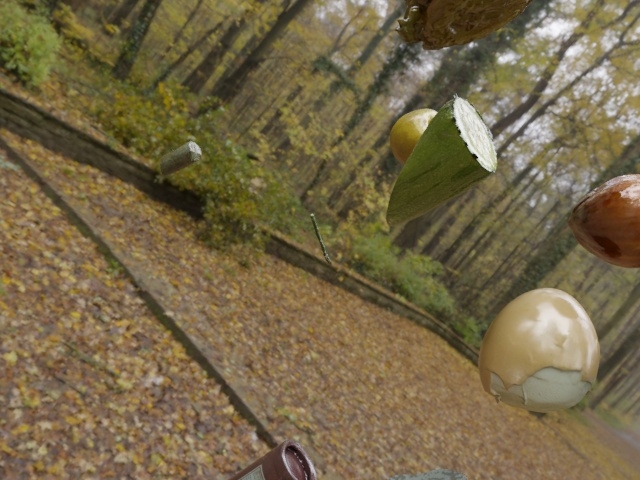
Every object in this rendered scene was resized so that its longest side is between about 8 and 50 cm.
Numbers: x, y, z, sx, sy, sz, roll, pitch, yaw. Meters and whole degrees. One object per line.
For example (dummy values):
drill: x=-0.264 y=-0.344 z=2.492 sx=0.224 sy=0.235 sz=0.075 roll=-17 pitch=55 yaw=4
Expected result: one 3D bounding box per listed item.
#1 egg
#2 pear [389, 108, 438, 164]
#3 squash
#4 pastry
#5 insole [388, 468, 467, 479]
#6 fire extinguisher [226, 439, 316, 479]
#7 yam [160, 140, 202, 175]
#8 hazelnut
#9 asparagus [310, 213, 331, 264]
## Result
egg: x=0.405 y=0.203 z=1.017 sx=0.201 sy=0.244 sz=0.201 roll=21 pitch=-18 yaw=7
pear: x=0.331 y=-0.333 z=1.837 sx=0.209 sy=0.208 sz=0.209 roll=39 pitch=5 yaw=-4
squash: x=0.222 y=-0.161 z=1.162 sx=0.189 sy=0.261 sz=0.189 roll=28 pitch=49 yaw=-37
pastry: x=0.258 y=-0.444 z=0.966 sx=0.240 sy=0.235 sz=0.132 roll=-3 pitch=72 yaw=-51
insole: x=0.198 y=0.466 z=1.046 sx=0.006 sy=0.193 sz=0.065 roll=53 pitch=42 yaw=-13
fire extinguisher: x=-0.123 y=0.350 z=0.747 sx=0.099 sy=0.231 sz=0.071 roll=52 pitch=14 yaw=-10
yam: x=-0.282 y=-0.163 z=1.097 sx=0.043 sy=0.094 sz=0.043 roll=39 pitch=42 yaw=-47
hazelnut: x=0.551 y=-0.029 z=0.993 sx=0.182 sy=0.182 sz=0.182 roll=39 pitch=5 yaw=-4
asparagus: x=0.000 y=0.000 z=1.527 sx=0.016 sy=0.016 sz=0.162 roll=0 pitch=-61 yaw=39
